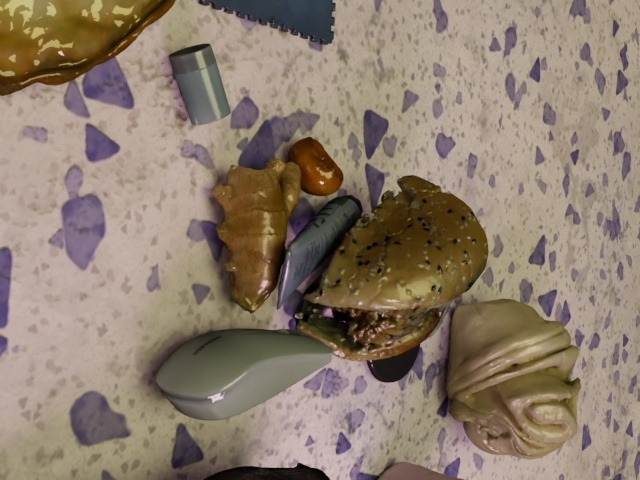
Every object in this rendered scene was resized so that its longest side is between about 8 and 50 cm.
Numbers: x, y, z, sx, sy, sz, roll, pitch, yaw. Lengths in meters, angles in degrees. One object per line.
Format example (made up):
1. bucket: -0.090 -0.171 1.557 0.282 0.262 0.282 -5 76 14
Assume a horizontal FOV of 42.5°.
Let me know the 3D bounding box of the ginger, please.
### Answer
1. ginger: -0.082 -0.017 1.025 0.115 0.081 0.206 44 56 -63

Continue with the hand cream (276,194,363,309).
1. hand cream: 0.000 0.000 1.089 0.256 0.055 0.088 -50 159 -58

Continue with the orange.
1. orange: -0.010 -0.095 1.111 0.062 0.086 0.086 -40 130 3

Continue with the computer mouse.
1. computer mouse: -0.091 0.142 0.993 0.230 0.127 0.079 -21 115 -47

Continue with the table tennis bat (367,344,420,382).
1. table tennis bat: 0.093 0.151 1.283 0.236 0.027 0.150 2 92 -50

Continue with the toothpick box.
1. toothpick box: -0.141 -0.183 0.965 0.052 0.052 0.083 -37 121 -41

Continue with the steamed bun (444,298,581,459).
1. steamed bun: 0.364 0.243 1.466 0.276 0.203 0.289 -12 101 -48

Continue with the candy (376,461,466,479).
1. candy: 0.192 0.447 1.240 0.155 0.265 0.116 -31 118 -43

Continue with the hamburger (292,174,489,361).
1. hamburger: 0.111 0.048 1.138 0.288 0.192 0.168 -45 155 -38

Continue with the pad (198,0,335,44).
1. pad: -0.062 -0.410 1.069 0.269 0.012 0.269 5 89 -50

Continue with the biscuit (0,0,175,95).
1. biscuit: -0.293 -0.311 0.767 0.329 0.078 0.335 -29 114 -41

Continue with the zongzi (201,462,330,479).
1. zongzi: -0.185 0.453 0.895 0.432 0.207 0.404 3 101 -31
